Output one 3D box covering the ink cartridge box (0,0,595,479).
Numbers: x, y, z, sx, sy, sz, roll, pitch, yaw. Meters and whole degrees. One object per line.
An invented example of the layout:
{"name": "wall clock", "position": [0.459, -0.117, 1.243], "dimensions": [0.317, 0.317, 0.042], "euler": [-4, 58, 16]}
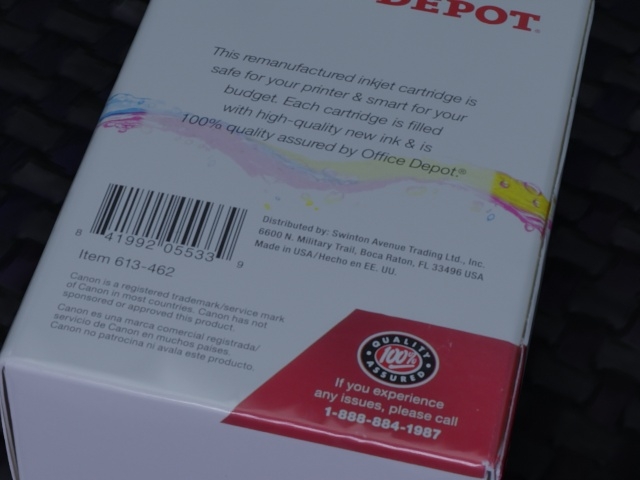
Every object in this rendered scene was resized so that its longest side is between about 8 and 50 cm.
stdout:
{"name": "ink cartridge box", "position": [0.000, 0.000, 0.550], "dimensions": [0.127, 0.072, 0.175], "euler": [11, 50, 7]}
